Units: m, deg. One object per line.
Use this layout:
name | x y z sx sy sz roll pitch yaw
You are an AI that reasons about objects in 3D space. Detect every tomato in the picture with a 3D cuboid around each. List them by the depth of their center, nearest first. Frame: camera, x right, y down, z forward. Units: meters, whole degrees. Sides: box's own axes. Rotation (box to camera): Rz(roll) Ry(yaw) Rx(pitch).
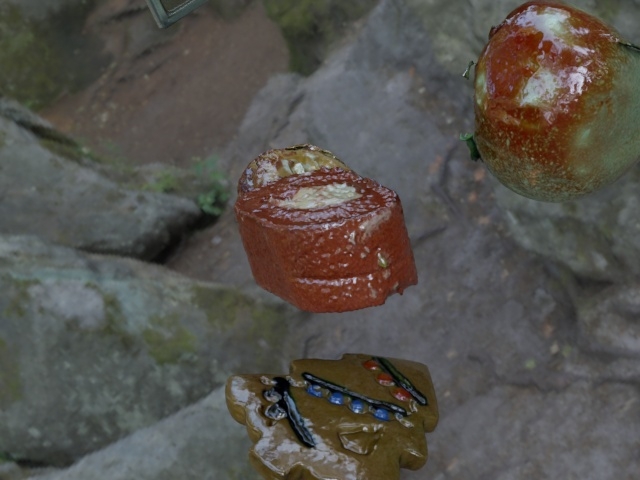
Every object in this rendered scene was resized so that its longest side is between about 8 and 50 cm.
tomato | 0.370 -0.207 1.496 0.239 0.303 0.303 23 63 43

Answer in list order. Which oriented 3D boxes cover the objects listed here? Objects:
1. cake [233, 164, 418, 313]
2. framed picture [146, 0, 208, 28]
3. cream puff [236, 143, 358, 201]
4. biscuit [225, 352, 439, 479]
cake | 0.000 0.000 1.356 0.177 0.151 0.283 -24 25 -17
framed picture | -0.163 -0.418 1.144 0.213 0.289 0.016 -40 32 -25
cream puff | -0.025 -0.048 1.694 0.240 0.240 0.164 -86 19 -59
biscuit | 0.033 0.210 1.258 0.278 0.043 0.301 28 36 30
